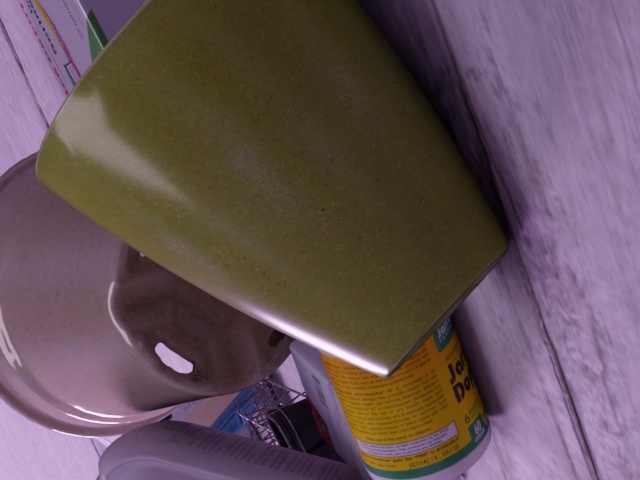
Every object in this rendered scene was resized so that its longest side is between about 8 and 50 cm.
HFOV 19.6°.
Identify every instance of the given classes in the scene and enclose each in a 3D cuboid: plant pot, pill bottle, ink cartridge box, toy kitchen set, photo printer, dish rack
[{"bbox_3d":[-0.174,0.045,1.931,0.305,0.334,0.334,-6,112,60],"label":"plant pot"},{"bbox_3d":[0.062,0.099,1.582,0.117,0.118,0.208,29,144,62],"label":"pill bottle"},{"bbox_3d":[-0.208,-0.220,1.873,0.201,0.117,0.278,63,164,-4],"label":"ink cartridge box"},{"bbox_3d":[-0.012,-0.044,1.383,0.293,0.275,0.275,44,161,6],"label":"plant pot"},{"bbox_3d":[-0.068,0.293,2.371,0.166,0.122,0.207,27,152,27],"label":"toy kitchen set"},{"bbox_3d":[0.054,0.171,1.803,0.175,0.072,0.127,40,153,51],"label":"ink cartridge box"},{"bbox_3d":[-0.075,0.267,1.883,0.256,0.308,0.107,-22,-54,-84],"label":"photo printer"},{"bbox_3d":[-0.025,0.261,2.193,0.208,0.074,0.271,66,163,-13],"label":"dish rack"}]

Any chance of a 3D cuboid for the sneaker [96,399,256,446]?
[{"bbox_3d":[-0.225,0.253,2.607,0.366,0.137,0.210,29,169,15],"label":"sneaker"}]
